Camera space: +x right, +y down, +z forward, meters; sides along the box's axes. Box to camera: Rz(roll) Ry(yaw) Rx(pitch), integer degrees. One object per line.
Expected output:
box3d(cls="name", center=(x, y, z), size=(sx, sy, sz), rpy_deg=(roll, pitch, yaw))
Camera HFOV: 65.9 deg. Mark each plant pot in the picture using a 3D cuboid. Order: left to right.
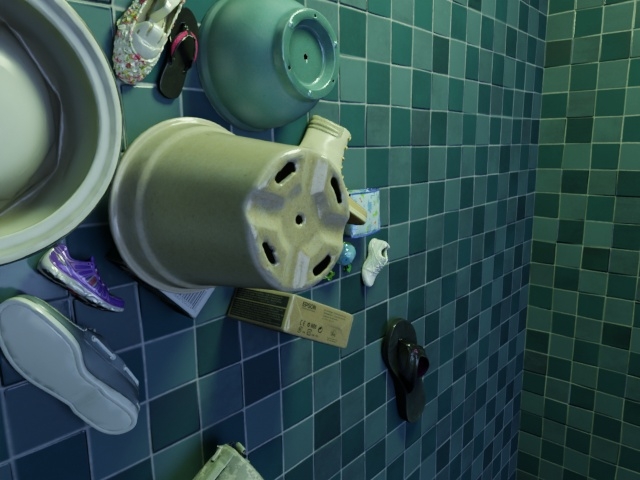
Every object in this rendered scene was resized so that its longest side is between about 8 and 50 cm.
box3d(cls="plant pot", center=(-0.134, -0.047, 0.844), size=(0.333, 0.305, 0.334), rpy_deg=(-10, 104, -46))
box3d(cls="plant pot", center=(-0.084, -0.383, 1.049), size=(0.293, 0.196, 0.294), rpy_deg=(-11, 105, -48))

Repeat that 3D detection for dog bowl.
box3d(cls="dog bowl", center=(-0.491, -0.171, 0.658), size=(0.407, 0.150, 0.409), rpy_deg=(-12, 106, -47))

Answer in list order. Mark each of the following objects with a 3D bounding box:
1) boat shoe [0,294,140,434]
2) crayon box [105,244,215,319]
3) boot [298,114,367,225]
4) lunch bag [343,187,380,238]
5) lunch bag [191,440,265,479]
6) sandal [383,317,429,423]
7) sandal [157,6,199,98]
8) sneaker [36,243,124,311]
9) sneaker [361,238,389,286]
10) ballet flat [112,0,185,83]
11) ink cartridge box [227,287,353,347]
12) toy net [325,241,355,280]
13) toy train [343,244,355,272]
box3d(cls="boat shoe", center=(-0.427, 0.206, 0.862), size=(0.320, 0.116, 0.099), rpy_deg=(60, 10, -27))
box3d(cls="crayon box", center=(-0.249, -0.030, 1.008), size=(0.319, 0.081, 0.202), rpy_deg=(-59, 134, -23))
box3d(cls="boot", center=(0.043, -0.177, 1.270), size=(0.261, 0.095, 0.204), rpy_deg=(33, 67, -18))
box3d(cls="lunch bag", center=(0.112, -0.080, 1.402), size=(0.151, 0.096, 0.129), rpy_deg=(-11, 105, -37))
box3d(cls="lunch bag", center=(-0.228, 0.623, 1.048), size=(0.305, 0.212, 0.256), rpy_deg=(-43, 127, -36))
box3d(cls="sandal", center=(0.328, 0.457, 1.732), size=(0.167, 0.106, 0.446), rpy_deg=(-40, 124, -38))
box3d(cls="sandal", center=(-0.268, -0.363, 0.959), size=(0.067, 0.040, 0.180), rpy_deg=(16, 85, -49))
box3d(cls="sneaker", center=(-0.403, 0.069, 0.864), size=(0.170, 0.068, 0.071), rpy_deg=(53, 53, -39))
box3d(cls="sneaker", center=(0.169, 0.070, 1.520), size=(0.053, 0.061, 0.152), rpy_deg=(18, 84, -50))
box3d(cls="ballet flat", center=(-0.302, -0.397, 0.888), size=(0.091, 0.077, 0.241), rpy_deg=(27, 77, -47))
box3d(cls="ink cartridge box", center=(-0.068, 0.179, 1.166), size=(0.234, 0.193, 0.088), rpy_deg=(27, 74, -48))
box3d(cls="toy net", center=(0.000, 0.000, 1.321), size=(0.122, 0.045, 0.232), rpy_deg=(-32, 120, 9))
box3d(cls="toy train", center=(0.088, 0.055, 1.457), size=(0.023, 0.017, 0.084), rpy_deg=(30, 74, -57))
